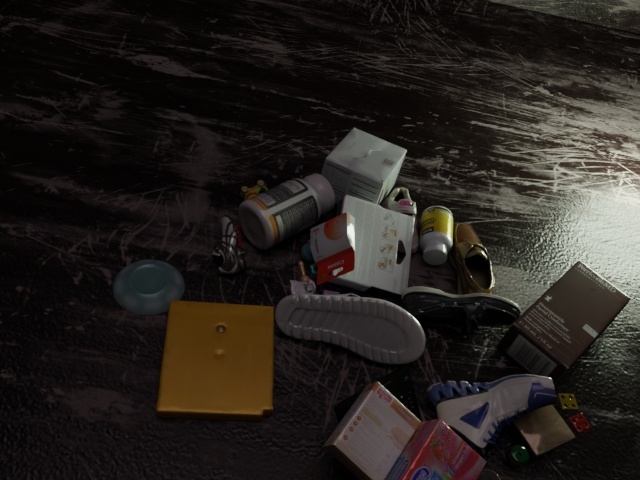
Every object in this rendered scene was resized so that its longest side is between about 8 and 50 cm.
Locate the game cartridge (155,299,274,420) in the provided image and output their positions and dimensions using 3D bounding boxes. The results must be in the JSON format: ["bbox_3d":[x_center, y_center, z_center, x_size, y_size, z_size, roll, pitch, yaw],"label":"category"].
[{"bbox_3d":[-0.263,0.306,1.673,0.285,0.052,0.323,5,51,-8],"label":"game cartridge"}]

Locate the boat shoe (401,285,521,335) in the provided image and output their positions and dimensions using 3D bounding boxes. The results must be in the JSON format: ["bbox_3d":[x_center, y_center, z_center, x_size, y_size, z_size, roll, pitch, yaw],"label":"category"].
[{"bbox_3d":[0.398,0.215,1.842,0.340,0.127,0.113,11,49,0],"label":"boat shoe"}]

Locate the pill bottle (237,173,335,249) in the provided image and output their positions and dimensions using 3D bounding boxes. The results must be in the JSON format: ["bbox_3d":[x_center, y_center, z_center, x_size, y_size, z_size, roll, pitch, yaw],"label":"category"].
[{"bbox_3d":[-0.099,-0.096,1.981,0.278,0.162,0.162,-28,60,-32],"label":"pill bottle"}]

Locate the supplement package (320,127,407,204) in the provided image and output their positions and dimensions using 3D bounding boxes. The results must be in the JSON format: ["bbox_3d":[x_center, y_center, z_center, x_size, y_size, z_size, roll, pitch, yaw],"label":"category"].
[{"bbox_3d":[0.137,-0.225,2.128,0.204,0.145,0.262,25,39,10],"label":"supplement package"}]

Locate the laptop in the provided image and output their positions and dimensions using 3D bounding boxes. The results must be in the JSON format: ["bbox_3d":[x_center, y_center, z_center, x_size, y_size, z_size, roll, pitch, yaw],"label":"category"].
[{"bbox_3d":[0.190,0.476,1.557,0.234,0.264,0.136,-23,15,-29],"label":"laptop"}]

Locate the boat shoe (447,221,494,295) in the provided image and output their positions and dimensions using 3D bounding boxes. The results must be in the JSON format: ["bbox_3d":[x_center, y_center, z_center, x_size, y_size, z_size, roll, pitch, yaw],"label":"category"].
[{"bbox_3d":[0.474,0.065,1.993,0.123,0.120,0.324,4,49,-9],"label":"boat shoe"}]

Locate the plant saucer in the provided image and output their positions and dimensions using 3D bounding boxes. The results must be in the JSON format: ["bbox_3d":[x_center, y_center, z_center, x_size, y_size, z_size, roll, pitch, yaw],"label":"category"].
[{"bbox_3d":[-0.475,0.117,1.795,0.195,0.037,0.195,7,48,-7],"label":"plant saucer"}]

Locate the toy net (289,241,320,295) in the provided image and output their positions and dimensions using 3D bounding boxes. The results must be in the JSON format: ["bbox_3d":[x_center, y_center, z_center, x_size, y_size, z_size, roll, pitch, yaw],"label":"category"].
[{"bbox_3d":[-0.023,0.103,1.907,0.122,0.045,0.232,33,51,-9],"label":"toy net"}]

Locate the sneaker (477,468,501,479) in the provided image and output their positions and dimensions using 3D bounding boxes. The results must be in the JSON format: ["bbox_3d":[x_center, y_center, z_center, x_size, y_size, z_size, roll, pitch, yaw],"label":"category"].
[{"bbox_3d":[0.346,0.638,1.499,0.222,0.118,0.083,-42,48,-6],"label":"sneaker"}]

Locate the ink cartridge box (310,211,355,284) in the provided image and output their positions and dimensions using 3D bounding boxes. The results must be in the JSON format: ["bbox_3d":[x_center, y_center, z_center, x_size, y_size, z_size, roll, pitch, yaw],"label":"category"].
[{"bbox_3d":[0.031,0.023,1.863,0.045,0.145,0.179,34,46,-37],"label":"ink cartridge box"}]

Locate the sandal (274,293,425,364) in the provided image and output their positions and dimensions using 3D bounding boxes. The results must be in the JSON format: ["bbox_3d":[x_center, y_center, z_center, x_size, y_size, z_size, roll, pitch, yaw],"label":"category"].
[{"bbox_3d":[0.086,0.219,1.779,0.416,0.169,0.102,15,8,1],"label":"sandal"}]

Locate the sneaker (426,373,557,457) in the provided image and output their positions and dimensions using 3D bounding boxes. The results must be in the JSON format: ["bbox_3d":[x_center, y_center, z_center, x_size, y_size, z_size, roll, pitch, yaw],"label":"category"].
[{"bbox_3d":[0.434,0.449,1.632,0.316,0.127,0.182,-9,59,12],"label":"sneaker"}]

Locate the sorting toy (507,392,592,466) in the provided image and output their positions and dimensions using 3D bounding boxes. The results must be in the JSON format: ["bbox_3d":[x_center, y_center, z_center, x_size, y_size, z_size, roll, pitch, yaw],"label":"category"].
[{"bbox_3d":[0.575,0.486,1.697,0.275,0.046,0.132,-15,54,-23],"label":"sorting toy"}]

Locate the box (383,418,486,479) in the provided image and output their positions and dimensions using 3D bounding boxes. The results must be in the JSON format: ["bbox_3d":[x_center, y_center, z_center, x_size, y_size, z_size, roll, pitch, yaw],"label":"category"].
[{"bbox_3d":[0.212,0.564,1.438,0.154,0.142,0.300,43,59,0],"label":"box"}]

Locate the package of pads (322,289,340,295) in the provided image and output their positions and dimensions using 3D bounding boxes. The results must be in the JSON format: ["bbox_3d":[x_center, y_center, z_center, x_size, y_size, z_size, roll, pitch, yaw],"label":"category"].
[{"bbox_3d":[0.028,0.182,1.852,0.050,0.032,0.083,7,48,-2],"label":"package of pads"}]

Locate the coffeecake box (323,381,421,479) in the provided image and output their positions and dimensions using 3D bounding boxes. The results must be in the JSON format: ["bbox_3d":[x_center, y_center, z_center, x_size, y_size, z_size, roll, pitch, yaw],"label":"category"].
[{"bbox_3d":[0.120,0.445,1.492,0.142,0.068,0.185,43,60,-2],"label":"coffeecake box"}]

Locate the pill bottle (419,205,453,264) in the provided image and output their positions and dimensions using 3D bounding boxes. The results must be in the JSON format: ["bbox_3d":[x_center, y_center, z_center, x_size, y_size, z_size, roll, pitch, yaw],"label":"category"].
[{"bbox_3d":[0.366,-0.015,2.050,0.103,0.103,0.184,13,47,-1],"label":"pill bottle"}]

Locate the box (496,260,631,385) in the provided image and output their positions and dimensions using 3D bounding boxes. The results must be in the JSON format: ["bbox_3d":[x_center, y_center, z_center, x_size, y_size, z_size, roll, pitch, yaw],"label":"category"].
[{"bbox_3d":[0.710,0.240,1.883,0.191,0.143,0.381,41,52,22],"label":"box"}]

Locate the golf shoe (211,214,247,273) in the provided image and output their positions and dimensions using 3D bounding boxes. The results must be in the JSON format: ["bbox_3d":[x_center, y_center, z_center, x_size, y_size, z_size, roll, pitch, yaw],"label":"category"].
[{"bbox_3d":[-0.280,0.010,1.900,0.094,0.077,0.198,-12,57,-15],"label":"golf shoe"}]

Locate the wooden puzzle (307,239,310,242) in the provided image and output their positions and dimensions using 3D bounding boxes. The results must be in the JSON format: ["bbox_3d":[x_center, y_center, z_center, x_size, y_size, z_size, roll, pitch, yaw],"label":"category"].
[{"bbox_3d":[0.000,0.000,2.021,0.083,0.006,0.049,0,50,-13],"label":"wooden puzzle"}]

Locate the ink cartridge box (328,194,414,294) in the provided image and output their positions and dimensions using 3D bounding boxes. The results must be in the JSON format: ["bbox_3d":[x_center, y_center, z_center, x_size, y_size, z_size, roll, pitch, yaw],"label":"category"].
[{"bbox_3d":[0.154,0.022,1.954,0.239,0.060,0.275,17,64,-16],"label":"ink cartridge box"}]

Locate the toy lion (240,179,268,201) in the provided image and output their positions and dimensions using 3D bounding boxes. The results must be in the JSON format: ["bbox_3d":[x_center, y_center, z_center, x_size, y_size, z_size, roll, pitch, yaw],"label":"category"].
[{"bbox_3d":[-0.205,-0.139,2.084,0.100,0.034,0.096,-26,66,-31],"label":"toy lion"}]

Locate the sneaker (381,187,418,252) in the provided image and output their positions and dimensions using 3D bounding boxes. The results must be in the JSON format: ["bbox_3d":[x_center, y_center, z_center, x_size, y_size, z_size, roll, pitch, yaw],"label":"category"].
[{"bbox_3d":[0.257,-0.071,2.069,0.103,0.111,0.252,-2,50,-14],"label":"sneaker"}]

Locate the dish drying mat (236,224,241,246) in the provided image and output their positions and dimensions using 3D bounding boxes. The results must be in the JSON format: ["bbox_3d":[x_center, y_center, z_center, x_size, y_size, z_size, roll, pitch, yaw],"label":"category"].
[{"bbox_3d":[-0.258,-0.014,1.976,0.032,0.008,0.083,2,49,-12],"label":"dish drying mat"}]
